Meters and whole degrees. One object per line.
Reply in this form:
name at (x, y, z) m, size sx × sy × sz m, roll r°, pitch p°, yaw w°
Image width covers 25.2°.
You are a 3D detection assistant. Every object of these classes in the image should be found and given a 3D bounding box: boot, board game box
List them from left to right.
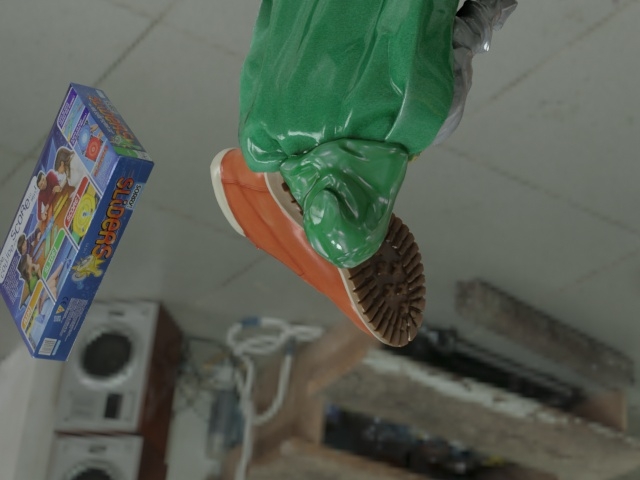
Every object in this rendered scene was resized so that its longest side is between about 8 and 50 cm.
board game box at (-0.218, -0.017, 1.235) m, size 0.035 × 0.136 × 0.201 m, roll 11°, pitch 116°, yaw -36°
boot at (0.000, 0.000, 0.837) m, size 0.084 × 0.059 × 0.158 m, roll -3°, pitch 132°, yaw 47°

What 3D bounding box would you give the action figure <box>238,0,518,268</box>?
action figure at (0.023, -0.091, 0.509) m, size 0.137 × 0.232 × 0.063 m, roll -7°, pitch 141°, yaw 29°
